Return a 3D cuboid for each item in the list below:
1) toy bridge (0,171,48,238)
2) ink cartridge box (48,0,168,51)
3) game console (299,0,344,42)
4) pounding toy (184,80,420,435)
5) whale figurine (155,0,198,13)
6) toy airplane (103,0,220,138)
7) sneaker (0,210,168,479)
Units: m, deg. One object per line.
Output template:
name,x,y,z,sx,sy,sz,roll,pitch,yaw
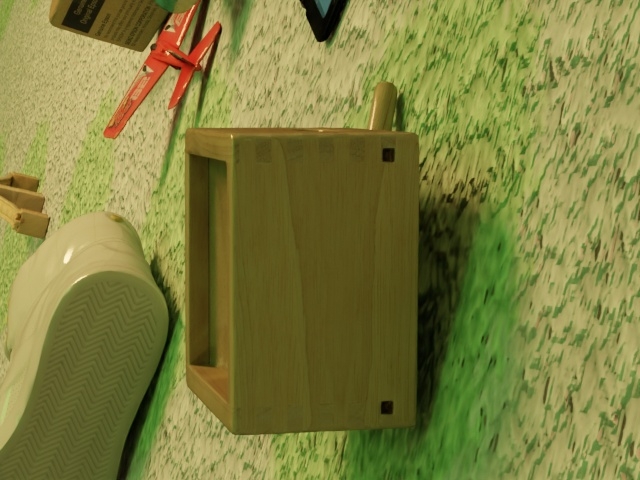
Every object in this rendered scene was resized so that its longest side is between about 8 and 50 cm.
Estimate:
toy bridge,-0.328,-0.043,1.821,0.188,0.063,0.026,-129,55,-70
ink cartridge box,-0.132,-0.295,1.337,0.193,0.088,0.234,135,147,-62
game console,-0.013,-0.185,0.898,0.122,0.107,0.071,-67,-9,28
pounding toy,0.000,0.000,0.691,0.141,0.100,0.130,-160,70,-76
whale figurine,-0.083,-0.285,1.077,0.216,0.141,0.272,-102,29,-55
toy airplane,-0.103,-0.132,1.212,0.151,0.028,0.151,-53,17,23
sneaker,-0.188,0.122,1.179,0.292,0.108,0.169,-61,18,14
